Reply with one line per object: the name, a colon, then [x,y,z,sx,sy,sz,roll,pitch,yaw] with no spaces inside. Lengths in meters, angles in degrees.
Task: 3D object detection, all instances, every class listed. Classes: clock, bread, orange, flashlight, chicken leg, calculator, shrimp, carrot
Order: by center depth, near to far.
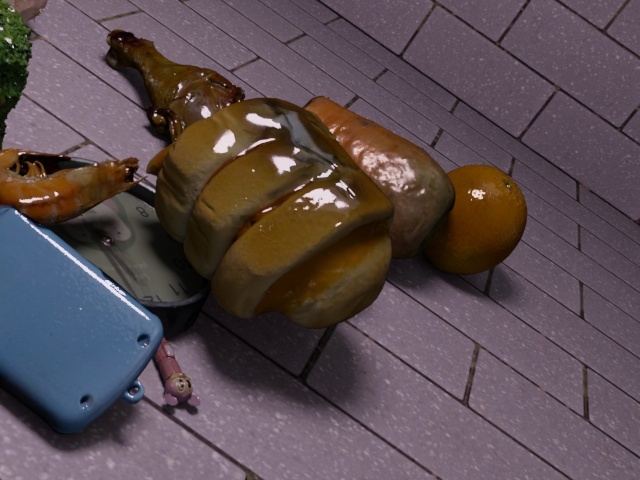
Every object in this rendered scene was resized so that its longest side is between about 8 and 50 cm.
calculator: [-0.308,0.082,0.970,0.293,0.051,0.173,38,60,6]
flashlight: [-0.183,0.159,1.088,0.052,0.031,0.110,11,34,-40]
shrimp: [-0.334,-0.077,1.133,0.249,0.068,0.150,-10,47,-49]
clock: [-0.289,0.004,1.195,0.319,0.066,0.318,28,26,-15]
bread: [-0.044,-0.044,1.210,0.301,0.210,0.341,-10,52,-34]
chicken leg: [-0.248,-0.283,1.658,0.212,0.140,0.361,-1,46,-39]
carrot: [0.081,-0.117,1.675,0.341,0.224,0.224,37,25,12]
orange: [0.304,-0.041,1.800,0.236,0.236,0.236,28,26,-15]

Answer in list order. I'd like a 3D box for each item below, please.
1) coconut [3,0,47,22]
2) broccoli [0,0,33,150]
coconut: [-0.563,-0.445,1.537,0.171,0.170,0.183,30,23,-10]
broccoli: [-0.510,-0.186,0.961,0.310,0.321,0.413,10,67,-54]
